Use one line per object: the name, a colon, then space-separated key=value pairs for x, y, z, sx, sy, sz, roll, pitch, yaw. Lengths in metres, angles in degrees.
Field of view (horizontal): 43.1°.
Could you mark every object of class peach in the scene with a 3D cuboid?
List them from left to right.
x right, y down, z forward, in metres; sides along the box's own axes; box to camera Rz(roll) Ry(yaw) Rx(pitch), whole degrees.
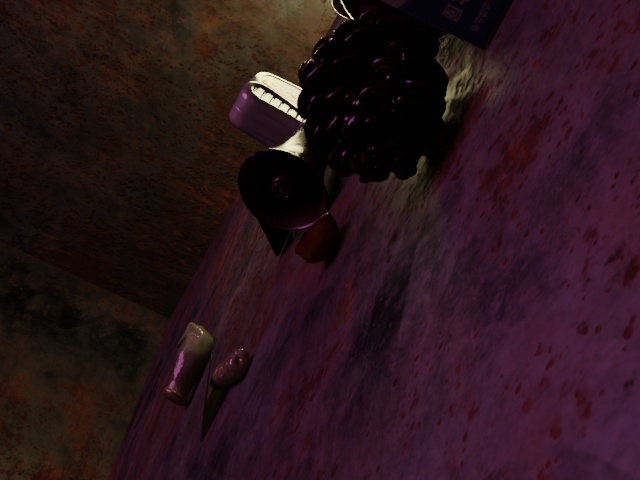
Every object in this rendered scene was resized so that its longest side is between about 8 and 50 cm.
peach: x=-0.001 y=0.001 z=1.426 sx=0.098 sy=0.061 sz=0.098 roll=-48 pitch=-7 yaw=-8

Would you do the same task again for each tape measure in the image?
tape measure: x=-0.100 y=-0.321 z=2.148 sx=0.130 sy=0.258 sz=0.265 roll=-59 pitch=5 yaw=29

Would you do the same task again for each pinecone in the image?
pinecone: x=0.073 y=-0.201 z=1.153 sx=0.224 sy=0.224 sz=0.273 roll=-54 pitch=18 yaw=40

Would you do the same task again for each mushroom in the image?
mushroom: x=-0.367 y=0.336 z=2.269 sx=0.108 sy=0.096 sz=0.247 roll=-14 pitch=48 yaw=42

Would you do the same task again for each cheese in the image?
cheese: x=-0.193 y=0.277 z=1.735 sx=0.065 sy=0.043 sz=0.194 roll=-64 pitch=8 yaw=-27

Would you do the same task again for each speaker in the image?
speaker: x=-0.020 y=-0.217 z=1.733 sx=0.259 sy=0.198 sz=0.330 roll=109 pitch=-174 yaw=-46

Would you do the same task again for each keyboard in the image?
keyboard: x=-0.132 y=-0.106 z=1.807 sx=0.104 sy=0.041 sz=0.381 roll=-68 pitch=-30 yaw=-28

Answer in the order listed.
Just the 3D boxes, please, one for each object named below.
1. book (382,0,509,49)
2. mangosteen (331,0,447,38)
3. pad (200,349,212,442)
book: x=0.139 y=-0.438 z=1.139 sx=0.228 sy=0.322 sz=0.018 roll=-63 pitch=-10 yaw=6
mangosteen: x=0.129 y=-0.467 z=1.292 sx=0.297 sy=0.293 sz=0.297 roll=20 pitch=-90 yaw=-88
pad: x=-0.261 y=0.351 z=1.855 sx=0.211 sy=0.003 sz=0.143 roll=-114 pitch=33 yaw=-77
